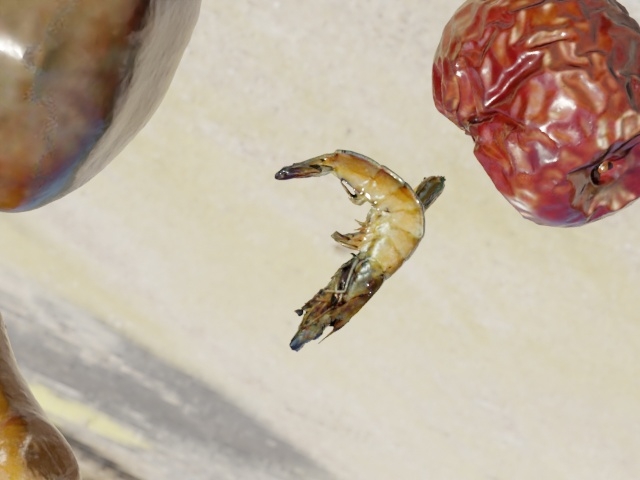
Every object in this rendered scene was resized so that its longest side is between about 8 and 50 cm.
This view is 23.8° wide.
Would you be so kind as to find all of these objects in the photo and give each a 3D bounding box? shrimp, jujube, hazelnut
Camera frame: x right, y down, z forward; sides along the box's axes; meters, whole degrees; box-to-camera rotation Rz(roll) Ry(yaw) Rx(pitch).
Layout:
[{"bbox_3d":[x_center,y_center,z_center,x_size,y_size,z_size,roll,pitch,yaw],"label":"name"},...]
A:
[{"bbox_3d":[0.000,-0.001,1.416,0.148,0.195,0.035,42,165,0],"label":"shrimp"},{"bbox_3d":[0.213,-0.135,1.369,0.213,0.213,0.232,43,-170,-50],"label":"jujube"},{"bbox_3d":[-0.267,-0.208,1.361,0.366,0.366,0.366,22,164,6],"label":"hazelnut"}]

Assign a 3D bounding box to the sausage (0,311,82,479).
[{"bbox_3d":[-0.312,0.163,1.435,0.270,0.109,0.109,51,-175,39],"label":"sausage"}]

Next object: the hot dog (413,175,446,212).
[{"bbox_3d":[0.093,-0.036,1.517,0.021,0.083,0.037,44,-178,27],"label":"hot dog"}]
